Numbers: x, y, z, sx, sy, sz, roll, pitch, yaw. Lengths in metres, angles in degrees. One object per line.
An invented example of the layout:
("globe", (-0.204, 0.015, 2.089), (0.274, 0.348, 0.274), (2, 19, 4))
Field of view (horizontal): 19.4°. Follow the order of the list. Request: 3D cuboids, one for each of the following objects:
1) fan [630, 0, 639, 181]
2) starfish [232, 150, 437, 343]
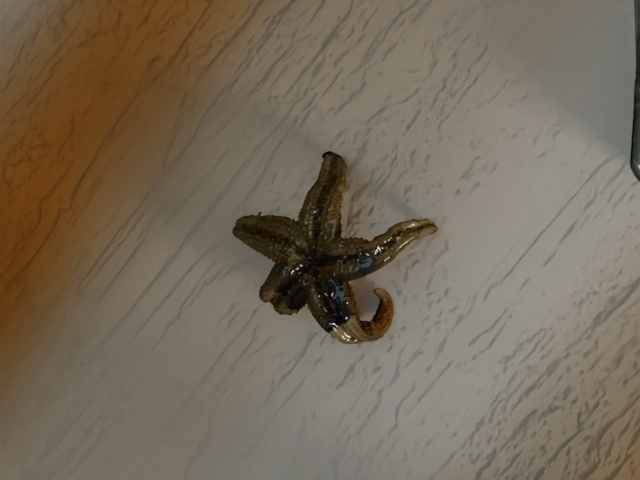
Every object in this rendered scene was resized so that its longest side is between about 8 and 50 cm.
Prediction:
("fan", (0.266, -0.181, 1.530), (0.023, 0.057, 0.282), (-8, 74, 36))
("starfish", (0.000, 0.000, 1.627), (0.190, 0.074, 0.146), (23, 100, 30))
